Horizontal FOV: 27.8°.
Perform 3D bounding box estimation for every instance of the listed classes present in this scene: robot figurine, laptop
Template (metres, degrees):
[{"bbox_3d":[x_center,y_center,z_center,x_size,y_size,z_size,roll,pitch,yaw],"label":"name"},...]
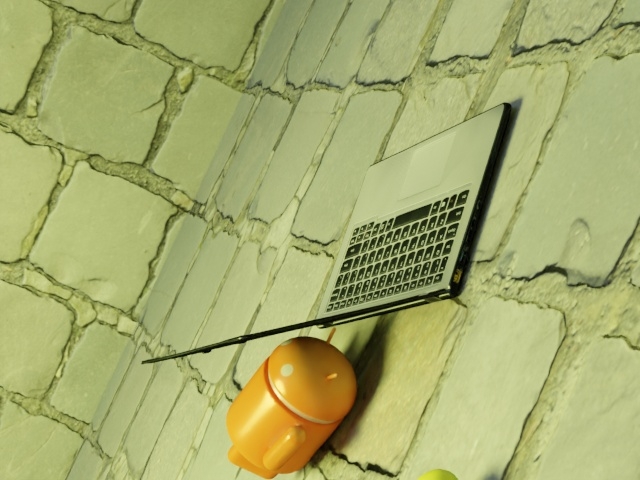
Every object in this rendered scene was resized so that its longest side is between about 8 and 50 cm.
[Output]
[{"bbox_3d":[-0.037,0.208,1.648,0.158,0.128,0.219,-16,-30,-53],"label":"robot figurine"},{"bbox_3d":[0.000,0.000,1.647,0.382,0.236,0.408,-20,47,63],"label":"laptop"}]

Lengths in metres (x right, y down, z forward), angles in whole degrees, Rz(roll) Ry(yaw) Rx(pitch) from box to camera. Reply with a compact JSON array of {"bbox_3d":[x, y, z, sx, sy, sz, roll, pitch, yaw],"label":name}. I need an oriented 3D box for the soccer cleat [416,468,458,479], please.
[{"bbox_3d":[0.053,0.349,1.236,0.289,0.121,0.093,-66,18,-6],"label":"soccer cleat"}]
